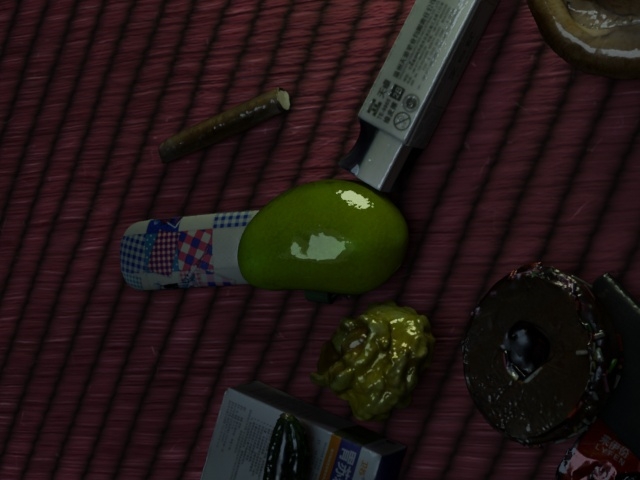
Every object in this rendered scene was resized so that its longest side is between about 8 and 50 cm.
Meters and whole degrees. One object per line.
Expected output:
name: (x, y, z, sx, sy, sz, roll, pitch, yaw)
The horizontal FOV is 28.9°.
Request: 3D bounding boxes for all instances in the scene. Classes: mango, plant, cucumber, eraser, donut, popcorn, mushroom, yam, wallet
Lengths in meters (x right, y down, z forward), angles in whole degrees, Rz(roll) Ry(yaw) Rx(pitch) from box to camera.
mango: (0.004, -0.008, 1.957, 0.273, 0.149, 0.185, 3, 75, 14)
plant: (0.026, 0.079, 2.016, 0.102, 0.051, 0.051, -2, 88, 20)
cucumber: (-0.057, 0.397, 1.923, 0.077, 0.077, 0.265, 11, 93, 27)
eraser: (0.165, -0.271, 1.923, 0.098, 0.096, 0.404, 32, 104, 23)
donut: (0.320, 0.165, 1.799, 0.270, 0.103, 0.269, -9, 78, 46)
popcorn: (0.087, 0.178, 1.909, 0.155, 0.197, 0.197, 39, 109, -8)
mushroom: (0.427, -0.365, 1.763, 0.278, 0.146, 0.278, -1, 86, 17)
yam: (-0.170, -0.194, 2.122, 0.264, 0.046, 0.046, -21, 80, 24)
wallet: (0.457, 0.203, 1.744, 0.321, 0.044, 0.170, 51, 123, 40)

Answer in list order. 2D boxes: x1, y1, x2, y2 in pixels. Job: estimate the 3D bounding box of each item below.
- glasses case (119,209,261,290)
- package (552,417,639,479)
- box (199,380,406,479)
glasses case: (-0.202, 0.018, 2.118, 0.327, 0.076, 0.125, -4, 85, 26)
package: (0.413, 0.401, 1.808, 0.194, 0.071, 0.269, 34, 91, 21)
box: (-0.034, 0.375, 2.011, 0.299, 0.106, 0.200, 20, 99, 25)
